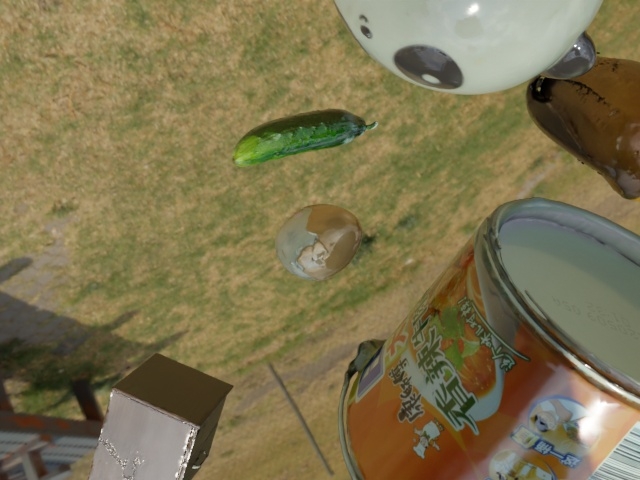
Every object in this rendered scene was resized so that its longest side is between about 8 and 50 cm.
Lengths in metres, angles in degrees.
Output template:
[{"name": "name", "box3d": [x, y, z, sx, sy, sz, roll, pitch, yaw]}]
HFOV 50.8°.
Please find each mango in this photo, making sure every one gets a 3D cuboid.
[{"name": "mango", "box3d": [0.347, -0.144, 0.807, 0.151, 0.249, 0.156, -29, 126, -3]}]

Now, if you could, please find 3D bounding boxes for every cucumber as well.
[{"name": "cucumber", "box3d": [-0.017, -0.144, 0.907, 0.250, 0.056, 0.056, -19, 153, -38]}]

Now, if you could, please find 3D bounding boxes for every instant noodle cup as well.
[{"name": "instant noodle cup", "box3d": [0.187, 0.118, 0.545, 0.296, 0.296, 0.214, -8, 137, -40]}]

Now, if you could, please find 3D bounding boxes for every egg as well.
[{"name": "egg", "box3d": [0.000, 0.000, 0.631, 0.083, 0.071, 0.071, -34, 158, 34]}]

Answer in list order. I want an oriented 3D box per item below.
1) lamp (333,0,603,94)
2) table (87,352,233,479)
[{"name": "lamp", "box3d": [0.082, -0.203, 0.430, 0.197, 0.198, 0.244, -36, 144, 11]}, {"name": "table", "box3d": [-0.281, 0.345, 1.212, 0.169, 0.172, 0.193, -41, 152, -73]}]
